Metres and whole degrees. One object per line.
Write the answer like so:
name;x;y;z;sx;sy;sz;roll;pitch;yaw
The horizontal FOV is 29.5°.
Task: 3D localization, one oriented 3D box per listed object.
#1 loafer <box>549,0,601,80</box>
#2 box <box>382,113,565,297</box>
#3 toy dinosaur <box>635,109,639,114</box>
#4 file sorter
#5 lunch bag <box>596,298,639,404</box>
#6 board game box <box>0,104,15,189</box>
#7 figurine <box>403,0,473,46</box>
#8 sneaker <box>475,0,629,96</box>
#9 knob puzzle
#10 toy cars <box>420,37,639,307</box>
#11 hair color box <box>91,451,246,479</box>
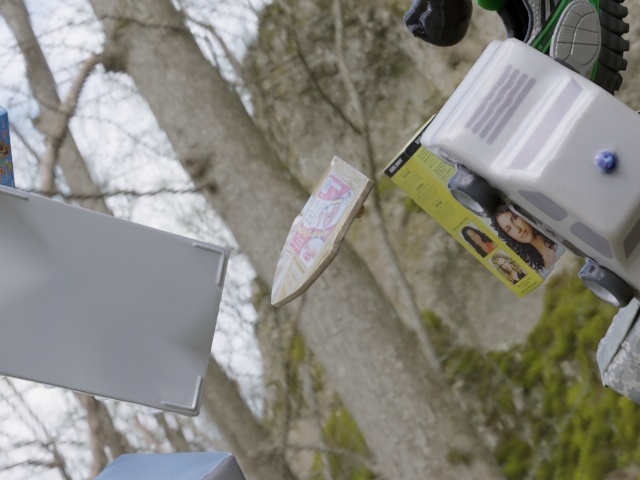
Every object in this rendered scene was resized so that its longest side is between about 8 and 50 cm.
loafer;0.217;-0.147;1.068;0.045;0.125;0.039;8;-9;-11
box;0.192;-0.042;1.483;0.087;0.232;0.058;-50;2;-38
toy dinosaur;0.348;-0.130;1.546;0.183;0.053;0.093;-21;25;36
file sorter;-0.274;0.079;1.368;0.277;0.193;0.173;16;-16;-21
lunch bag;0.484;0.070;1.416;0.256;0.213;0.305;7;-52;-11
board game box;-0.444;-0.128;1.518;0.039;0.160;0.211;-37;-24;-29
figurine;0.208;-0.413;1.702;0.209;0.092;0.215;108;-173;-61
sneaker;0.236;-0.313;1.272;0.146;0.344;0.134;-1;-5;-6
knob puzzle;0.000;0.000;1.480;0.030;0.213;0.213;29;-54;-18
toy cars;0.132;-0.140;0.702;0.176;0.394;0.087;-13;-7;-3
hair color box;-0.067;0.331;0.710;0.113;0.375;0.185;-11;18;43
